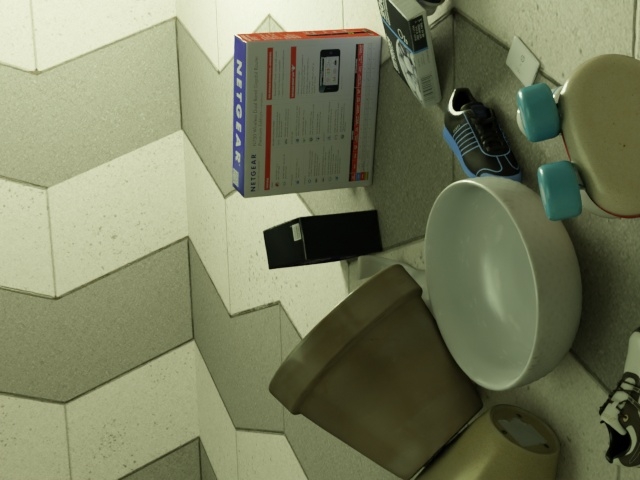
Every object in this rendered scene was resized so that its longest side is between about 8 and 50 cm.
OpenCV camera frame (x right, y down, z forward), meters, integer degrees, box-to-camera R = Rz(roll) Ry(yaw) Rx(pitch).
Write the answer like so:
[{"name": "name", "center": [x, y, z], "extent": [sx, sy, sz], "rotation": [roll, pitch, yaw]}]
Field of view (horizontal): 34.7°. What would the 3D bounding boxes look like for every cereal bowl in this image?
[{"name": "cereal bowl", "center": [0.302, 0.060, 1.615], "extent": [0.339, 0.141, 0.339], "rotation": [170, 90, -70]}]

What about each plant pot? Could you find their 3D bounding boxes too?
[{"name": "plant pot", "center": [0.279, 0.418, 1.698], "extent": [0.274, 0.256, 0.256], "rotation": [-66, 33, 24]}, {"name": "plant pot", "center": [0.121, 0.248, 1.780], "extent": [0.280, 0.323, 0.323], "rotation": [45, 146, 14]}]

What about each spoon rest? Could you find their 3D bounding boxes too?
[{"name": "spoon rest", "center": [0.184, 0.102, 2.053], "extent": [0.276, 0.084, 0.137], "rotation": [36, 131, 45]}]

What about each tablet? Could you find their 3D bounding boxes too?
[{"name": "tablet", "center": [0.325, -0.285, 1.652], "extent": [0.083, 0.006, 0.054], "rotation": [-117, 30, -41]}]

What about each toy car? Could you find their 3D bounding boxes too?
[{"name": "toy car", "center": [0.386, -0.114, 1.360], "extent": [0.238, 0.219, 0.210], "rotation": [53, -155, -75]}]

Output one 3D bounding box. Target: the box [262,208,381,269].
[{"name": "box", "center": [0.000, 0.000, 2.322], "extent": [0.261, 0.184, 0.103], "rotation": [163, 97, -69]}]

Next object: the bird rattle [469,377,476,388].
[{"name": "bird rattle", "center": [0.201, 0.258, 1.959], "extent": [0.207, 0.143, 0.254], "rotation": [-24, 67, 29]}]

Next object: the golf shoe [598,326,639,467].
[{"name": "golf shoe", "center": [0.431, 0.219, 1.410], "extent": [0.077, 0.093, 0.198], "rotation": [-172, 78, -69]}]

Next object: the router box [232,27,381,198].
[{"name": "router box", "center": [-0.031, -0.270, 2.161], "extent": [0.082, 0.301, 0.336], "rotation": [-136, 45, -58]}]

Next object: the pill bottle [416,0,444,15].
[{"name": "pill bottle", "center": [0.202, -0.461, 1.832], "extent": [0.120, 0.067, 0.067], "rotation": [113, 144, -52]}]

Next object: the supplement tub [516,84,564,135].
[{"name": "supplement tub", "center": [0.349, -0.191, 1.530], "extent": [0.107, 0.071, 0.071], "rotation": [174, 90, -69]}]

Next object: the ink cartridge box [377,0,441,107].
[{"name": "ink cartridge box", "center": [0.153, -0.385, 1.916], "extent": [0.206, 0.045, 0.208], "rotation": [71, 173, -45]}]

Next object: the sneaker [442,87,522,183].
[{"name": "sneaker", "center": [0.270, -0.172, 1.724], "extent": [0.232, 0.081, 0.090], "rotation": [-122, 28, -49]}]

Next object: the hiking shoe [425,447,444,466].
[{"name": "hiking shoe", "center": [0.181, 0.382, 2.118], "extent": [0.227, 0.114, 0.086], "rotation": [36, 110, 30]}]
